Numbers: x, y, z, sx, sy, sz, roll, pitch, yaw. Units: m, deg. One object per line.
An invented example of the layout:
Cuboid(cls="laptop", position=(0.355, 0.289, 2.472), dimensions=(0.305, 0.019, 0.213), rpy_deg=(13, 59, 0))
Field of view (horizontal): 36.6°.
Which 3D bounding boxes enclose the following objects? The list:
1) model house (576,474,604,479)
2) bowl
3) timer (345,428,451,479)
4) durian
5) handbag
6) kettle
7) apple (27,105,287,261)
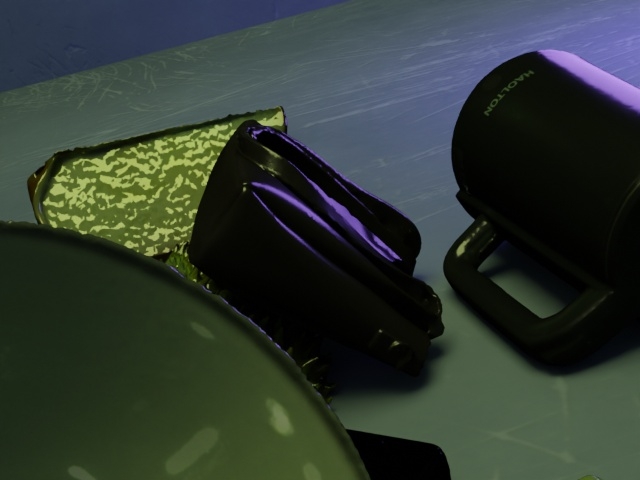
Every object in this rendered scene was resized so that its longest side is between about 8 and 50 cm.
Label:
Cuboid(cls="model house", position=(0.252, 0.155, 0.525), dimensions=(0.194, 0.170, 0.211), rpy_deg=(-26, 25, -21))
Cuboid(cls="bowl", position=(-0.135, 0.171, 0.382), dimensions=(0.157, 0.337, 0.337), rpy_deg=(-41, 0, 44))
Cuboid(cls="timer", position=(-0.004, 0.203, 0.700), dimensions=(0.144, 0.055, 0.187), rpy_deg=(3, 29, 34))
Cuboid(cls="durian", position=(-0.099, 0.111, 0.943), dimensions=(0.169, 0.157, 0.355), rpy_deg=(-52, 26, 4))
Cuboid(cls="handbag", position=(0.000, 0.000, 0.954), dimensions=(0.113, 0.257, 0.285), rpy_deg=(-52, 14, 14))
Cuboid(cls="kettle", position=(0.252, -0.048, 0.947), dimensions=(0.262, 0.203, 0.308), rpy_deg=(-16, 26, -10))
Cuboid(cls="apple", position=(-0.205, -0.069, 1.274), dimensions=(0.346, 0.179, 0.254), rpy_deg=(-15, 36, -6))
